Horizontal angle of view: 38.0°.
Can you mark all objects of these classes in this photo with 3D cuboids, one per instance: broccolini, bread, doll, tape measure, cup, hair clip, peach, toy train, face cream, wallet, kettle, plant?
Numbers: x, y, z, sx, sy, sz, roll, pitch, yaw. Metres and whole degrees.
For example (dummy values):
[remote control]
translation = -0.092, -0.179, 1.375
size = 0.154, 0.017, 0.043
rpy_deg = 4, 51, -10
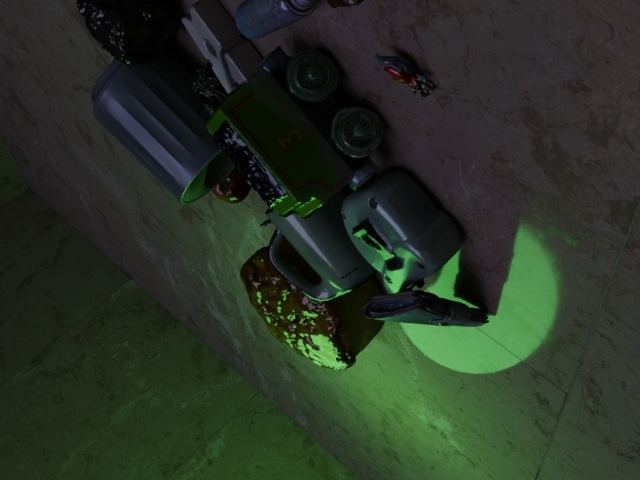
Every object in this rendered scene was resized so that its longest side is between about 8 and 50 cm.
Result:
[broccolini]
translation = -0.192, -0.233, 1.977
size = 0.079, 0.074, 0.392
rpy_deg = 31, -154, -48
[bread]
translation = -0.017, 0.145, 2.274
size = 0.398, 0.215, 0.398
rpy_deg = 38, 154, 22
[doll]
translation = 0.138, -0.277, 1.534
size = 0.114, 0.039, 0.057
rpy_deg = 36, -169, -4
[tape measure]
translation = 0.148, -0.009, 1.836
size = 0.246, 0.125, 0.243
rpy_deg = 47, 157, 0
[cup]
translation = -0.341, -0.277, 2.198
size = 0.327, 0.237, 0.323
rpy_deg = 44, -172, 7
[hair clip]
translation = -0.161, -0.341, 1.908
size = 0.331, 0.085, 0.101
rpy_deg = 54, 155, -9
[peach]
translation = -0.226, -0.140, 2.347
size = 0.101, 0.101, 0.101
rpy_deg = 39, 156, 21
[toy train]
translation = -0.040, -0.193, 1.722
size = 0.307, 0.249, 0.173
rpy_deg = 50, 160, -5
[face cream]
translation = -0.073, -0.415, 1.647
size = 0.075, 0.075, 0.229
rpy_deg = 55, 156, -17
[wallet]
translation = 0.219, 0.138, 1.879
size = 0.231, 0.069, 0.170
rpy_deg = 11, 167, -43
[kettle]
translation = 0.000, 0.000, 2.019
size = 0.255, 0.240, 0.165
rpy_deg = 50, -164, -13
[plant]
translation = -0.427, -0.502, 2.020
size = 0.234, 0.178, 0.204
rpy_deg = 50, 172, 25

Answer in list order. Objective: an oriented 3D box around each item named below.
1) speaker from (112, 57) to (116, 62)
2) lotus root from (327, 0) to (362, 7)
[speaker]
translation = -0.492, -0.447, 2.356
size = 0.060, 0.075, 0.094
rpy_deg = 94, 155, -50
[lotus root]
translation = 0.037, -0.400, 1.518
size = 0.083, 0.037, 0.030
rpy_deg = 17, 139, 52
